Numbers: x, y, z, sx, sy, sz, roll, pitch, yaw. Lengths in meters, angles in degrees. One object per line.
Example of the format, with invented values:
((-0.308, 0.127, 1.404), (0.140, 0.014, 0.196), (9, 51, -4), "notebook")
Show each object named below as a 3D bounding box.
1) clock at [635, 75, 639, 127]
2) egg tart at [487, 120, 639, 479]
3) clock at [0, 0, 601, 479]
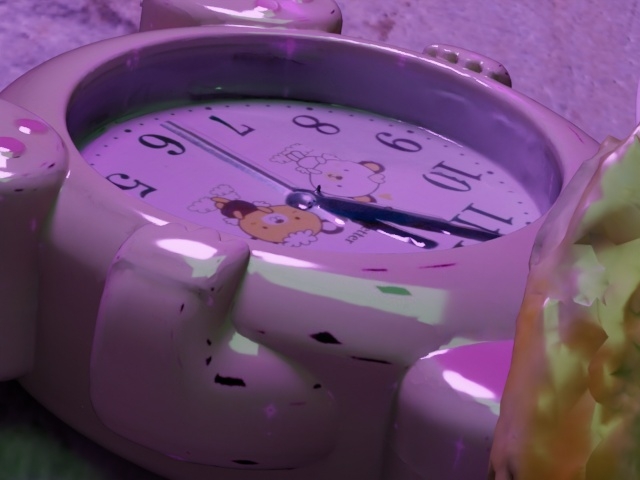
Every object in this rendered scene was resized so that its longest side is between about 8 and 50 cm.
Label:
((0.205, -0.006, 0.721), (0.068, 0.197, 0.197), (-28, 9, 33), "clock")
((0.183, 0.086, 0.541), (0.315, 0.120, 0.315), (4, 69, -10), "egg tart")
((0.000, 0.000, 0.739), (0.309, 0.114, 0.284), (21, 29, 21), "clock")
